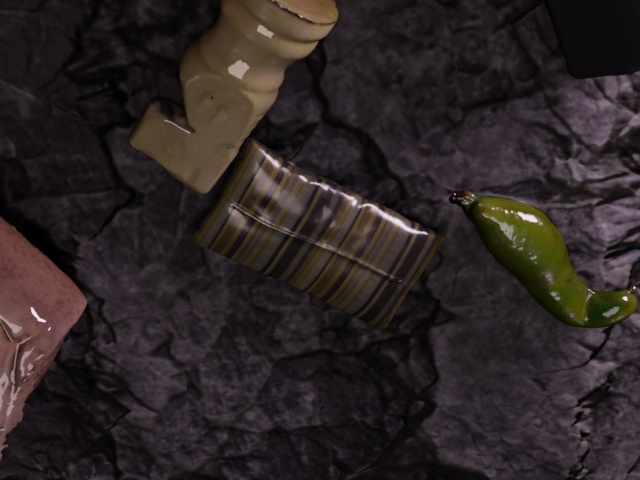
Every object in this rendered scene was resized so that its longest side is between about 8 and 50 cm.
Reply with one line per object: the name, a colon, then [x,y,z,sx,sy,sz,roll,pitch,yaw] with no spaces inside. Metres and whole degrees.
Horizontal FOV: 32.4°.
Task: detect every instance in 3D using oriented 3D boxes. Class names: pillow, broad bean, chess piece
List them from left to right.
chess piece: [-0.074,-0.126,0.883,0.090,0.090,0.200,28,122,-18]
pillow: [0.000,0.000,0.970,0.203,0.038,0.113,25,111,-18]
broad bean: [0.200,0.018,0.995,0.213,0.048,0.070,34,109,-21]

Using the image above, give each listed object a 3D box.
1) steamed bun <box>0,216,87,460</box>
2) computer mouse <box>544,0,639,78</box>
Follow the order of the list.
steamed bun: [-0.344,0.087,0.900,0.251,0.199,0.301,41,98,-5]
computer mouse: [0.232,-0.256,0.833,0.170,0.100,0.269,-24,117,9]
